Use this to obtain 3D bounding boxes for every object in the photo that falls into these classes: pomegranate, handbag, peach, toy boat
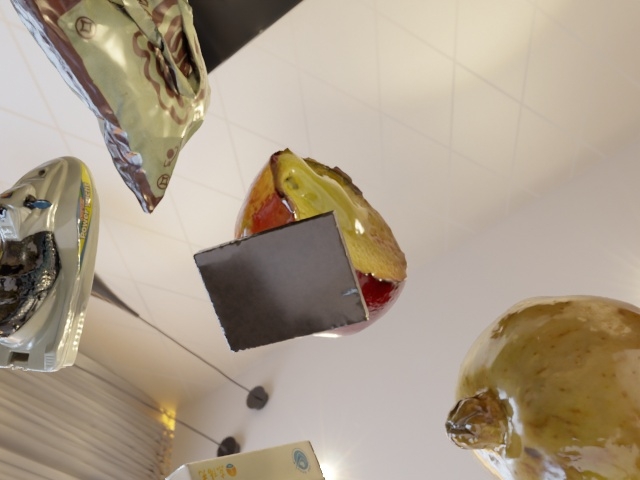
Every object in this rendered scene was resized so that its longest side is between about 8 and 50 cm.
[{"bbox_3d":[0.380,0.266,0.755,0.410,0.410,0.410,-26,-142,22],"label":"pomegranate"},{"bbox_3d":[-0.196,-0.184,0.520,0.127,0.235,0.213,1,-134,18],"label":"handbag"},{"bbox_3d":[0.000,0.000,0.789,0.281,0.338,0.281,-7,-136,7],"label":"peach"},{"bbox_3d":[-0.354,0.021,0.584,0.141,0.141,0.269,-2,-93,43],"label":"toy boat"}]

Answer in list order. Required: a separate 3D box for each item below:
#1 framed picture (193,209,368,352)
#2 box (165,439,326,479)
[{"bbox_3d":[-0.044,0.050,0.543,0.168,0.128,0.023,-16,-168,13],"label":"framed picture"},{"bbox_3d":[-0.101,0.488,0.875,0.065,0.343,0.200,-42,-122,19],"label":"box"}]
